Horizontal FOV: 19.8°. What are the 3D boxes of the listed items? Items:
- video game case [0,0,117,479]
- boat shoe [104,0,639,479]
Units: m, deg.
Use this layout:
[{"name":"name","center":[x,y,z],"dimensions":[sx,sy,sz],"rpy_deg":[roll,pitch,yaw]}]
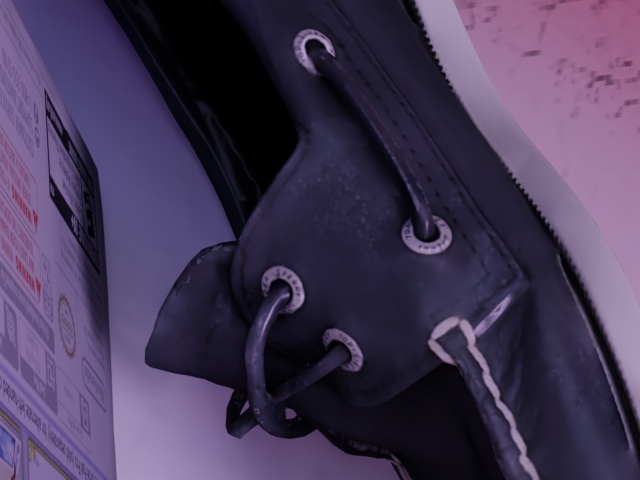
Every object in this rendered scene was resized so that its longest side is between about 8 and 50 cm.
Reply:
[{"name":"video game case","center":[-0.092,0.053,0.381],"dimensions":[0.061,0.269,0.244],"rpy_deg":[-7,71,2]},{"name":"boat shoe","center":[0.000,-0.002,0.497],"dimensions":[0.113,0.127,0.340],"rpy_deg":[-16,72,-15]}]
